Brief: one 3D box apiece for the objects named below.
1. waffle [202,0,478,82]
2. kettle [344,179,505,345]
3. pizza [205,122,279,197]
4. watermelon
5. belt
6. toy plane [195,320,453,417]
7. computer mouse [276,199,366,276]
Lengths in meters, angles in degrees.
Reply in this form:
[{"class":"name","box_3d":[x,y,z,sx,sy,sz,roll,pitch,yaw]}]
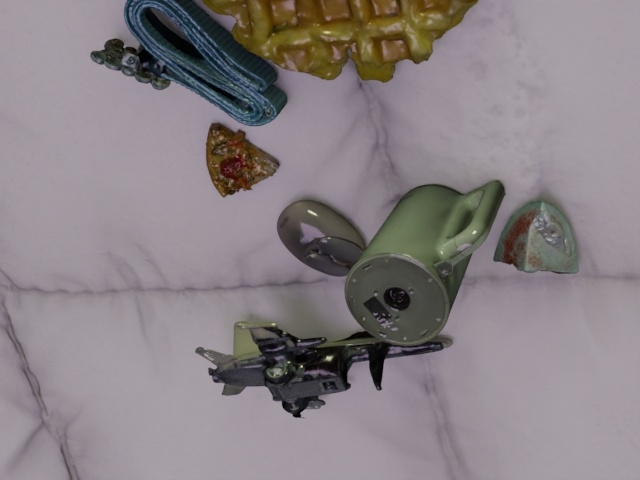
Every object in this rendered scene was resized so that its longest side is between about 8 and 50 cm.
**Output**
[{"class":"waffle","box_3d":[0.009,-0.287,1.087,0.302,0.068,0.325,36,124,-3]},{"class":"kettle","box_3d":[0.096,0.009,1.184,0.098,0.148,0.126,25,127,7]},{"class":"pizza","box_3d":[-0.081,-0.078,1.273,0.078,0.025,0.083,4,120,21]},{"class":"watermelon","box_3d":[0.201,0.004,1.192,0.085,0.061,0.085,12,133,13]},{"class":"belt","box_3d":[-0.119,-0.164,1.214,0.179,0.065,0.100,37,116,-3]},{"class":"toy plane","box_3d":[0.006,0.132,1.330,0.262,0.088,0.192,-1,147,18]},{"class":"computer mouse","box_3d":[-0.001,0.001,1.281,0.096,0.039,0.066,40,126,-6]}]
